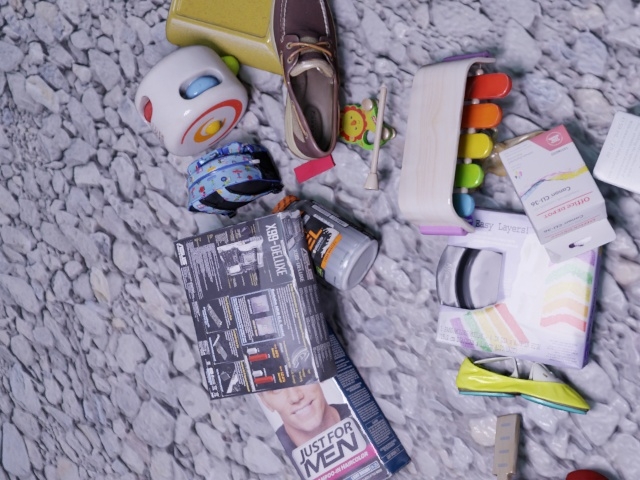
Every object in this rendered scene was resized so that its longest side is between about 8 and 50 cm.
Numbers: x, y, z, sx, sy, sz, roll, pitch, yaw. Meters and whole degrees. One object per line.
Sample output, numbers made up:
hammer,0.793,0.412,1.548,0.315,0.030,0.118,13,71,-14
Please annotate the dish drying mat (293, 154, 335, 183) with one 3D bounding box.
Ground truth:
dish drying mat,-0.012,-0.139,1.704,0.083,0.008,0.032,-24,82,26

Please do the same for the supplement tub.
supplement tub,0.000,0.000,1.647,0.190,0.117,0.117,31,106,21

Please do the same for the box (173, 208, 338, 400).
box,-0.120,0.118,1.614,0.243,0.076,0.307,-15,88,29

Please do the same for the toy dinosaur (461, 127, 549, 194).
toy dinosaur,0.306,-0.157,1.533,0.183,0.053,0.092,-40,91,25

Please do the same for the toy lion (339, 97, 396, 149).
toy lion,0.077,-0.209,1.646,0.096,0.034,0.100,-34,79,31

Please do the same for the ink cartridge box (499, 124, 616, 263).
ink cartridge box,0.379,-0.073,1.432,0.115,0.067,0.198,-25,60,9

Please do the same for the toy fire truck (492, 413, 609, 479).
toy fire truck,0.378,0.419,1.488,0.217,0.158,0.246,-23,94,26

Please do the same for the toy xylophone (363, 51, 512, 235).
toy xylophone,0.192,-0.171,1.528,0.236,0.081,0.322,16,93,49

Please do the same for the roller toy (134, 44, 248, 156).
roller toy,-0.243,-0.258,1.707,0.209,0.191,0.146,-44,75,21

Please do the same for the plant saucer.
plant saucer,-0.149,-0.509,1.708,0.333,0.081,0.332,20,101,24

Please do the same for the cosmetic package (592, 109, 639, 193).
cosmetic package,0.555,-0.112,1.386,0.231,0.085,0.117,22,103,24

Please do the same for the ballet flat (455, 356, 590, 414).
ballet flat,0.342,0.240,1.523,0.231,0.077,0.077,5,79,28

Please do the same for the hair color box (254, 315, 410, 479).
hair color box,-0.003,0.310,1.676,0.174,0.105,0.347,-36,77,23

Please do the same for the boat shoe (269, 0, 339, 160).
boat shoe,-0.015,-0.314,1.606,0.123,0.123,0.341,-4,96,-16

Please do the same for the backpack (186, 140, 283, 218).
backpack,-0.182,-0.115,1.697,0.158,0.173,0.116,-25,82,26

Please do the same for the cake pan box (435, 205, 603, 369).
cake pan box,0.331,0.073,1.518,0.267,0.070,0.245,11,96,25
